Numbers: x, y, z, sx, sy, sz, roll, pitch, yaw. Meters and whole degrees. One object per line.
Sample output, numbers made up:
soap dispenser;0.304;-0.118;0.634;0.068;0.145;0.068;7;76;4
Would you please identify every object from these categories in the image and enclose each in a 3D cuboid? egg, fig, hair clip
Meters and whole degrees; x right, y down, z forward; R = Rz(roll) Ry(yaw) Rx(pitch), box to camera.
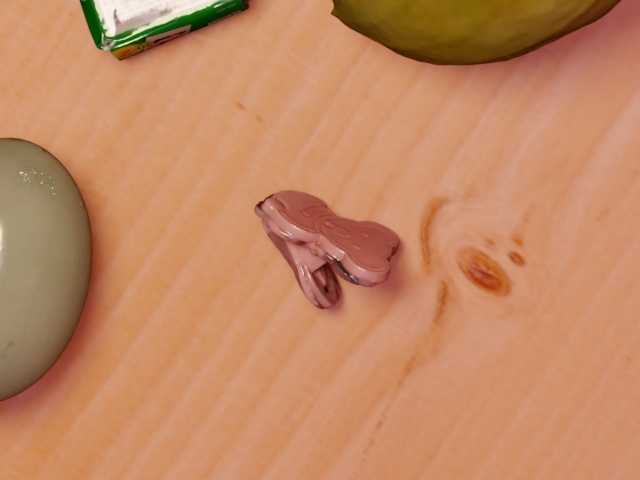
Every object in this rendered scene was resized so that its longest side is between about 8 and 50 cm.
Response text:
egg;-0.341;0.032;1.760;0.203;0.203;0.282;14;99;0
fig;0.155;-0.326;1.669;0.343;0.343;0.343;0;95;1
hair clip;0.009;-0.006;1.798;0.102;0.123;0.138;-29;98;24

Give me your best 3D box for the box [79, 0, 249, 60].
box;-0.188;-0.330;1.776;0.180;0.103;0.250;-19;96;3
